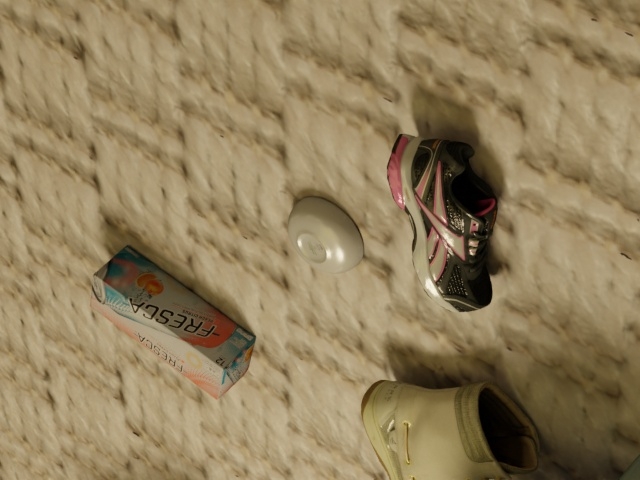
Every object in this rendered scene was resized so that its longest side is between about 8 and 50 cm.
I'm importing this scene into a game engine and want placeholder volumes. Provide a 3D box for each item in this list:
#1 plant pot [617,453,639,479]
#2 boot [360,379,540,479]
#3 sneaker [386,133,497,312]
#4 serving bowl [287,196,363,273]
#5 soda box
[{"bbox_3d":[0.342,0.280,1.424,0.248,0.252,0.247,56,165,-14],"label":"plant pot"},{"bbox_3d":[0.145,0.226,1.788,0.165,0.077,0.213,-7,116,47],"label":"boot"},{"bbox_3d":[0.119,-0.011,1.590,0.077,0.072,0.178,-1,130,34],"label":"sneaker"},{"bbox_3d":[0.000,0.000,1.755,0.083,0.027,0.083,26,140,25],"label":"serving bowl"},{"bbox_3d":[-0.159,0.087,1.978,0.183,0.058,0.063,34,143,16],"label":"soda box"}]
